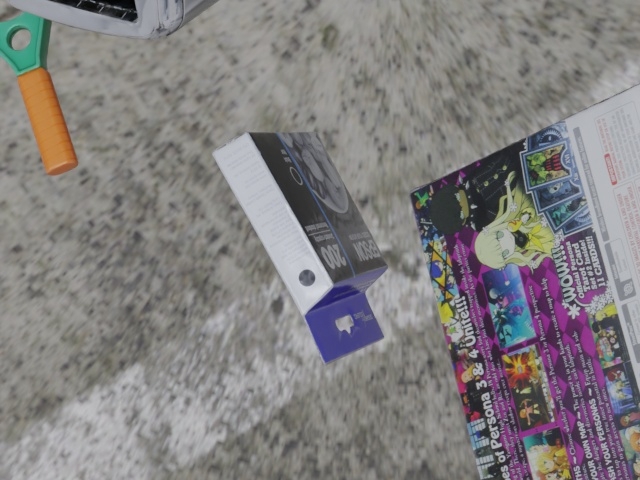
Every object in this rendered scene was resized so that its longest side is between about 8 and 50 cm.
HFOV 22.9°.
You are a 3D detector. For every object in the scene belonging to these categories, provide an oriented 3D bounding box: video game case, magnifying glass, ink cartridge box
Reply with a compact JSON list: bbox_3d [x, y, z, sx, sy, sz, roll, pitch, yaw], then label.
[{"bbox_3d":[0.164,0.043,0.924,0.210,0.042,0.232,-26,71,39],"label":"video game case"},{"bbox_3d":[-0.256,-0.165,1.366,0.092,0.026,0.231,-22,77,7],"label":"magnifying glass"},{"bbox_3d":[0.000,0.000,1.414,0.045,0.206,0.208,-28,86,16],"label":"ink cartridge box"}]

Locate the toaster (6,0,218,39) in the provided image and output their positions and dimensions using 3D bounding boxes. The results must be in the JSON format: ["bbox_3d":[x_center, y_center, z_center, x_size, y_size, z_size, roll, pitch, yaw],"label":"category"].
[{"bbox_3d":[-0.136,-0.227,1.128,0.227,0.146,0.129,18,134,23],"label":"toaster"}]
